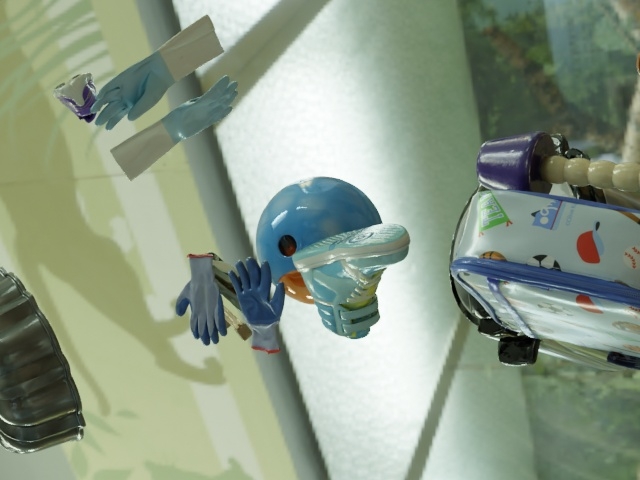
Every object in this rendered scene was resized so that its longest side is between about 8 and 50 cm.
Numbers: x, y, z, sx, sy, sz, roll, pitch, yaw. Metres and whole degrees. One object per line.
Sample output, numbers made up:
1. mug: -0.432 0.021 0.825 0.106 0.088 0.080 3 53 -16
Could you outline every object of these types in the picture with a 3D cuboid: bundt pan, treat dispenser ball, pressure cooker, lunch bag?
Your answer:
1. bundt pan: -0.531 0.218 1.755 0.124 0.331 0.331 -24 -67 -29
2. treat dispenser ball: 0.000 0.000 2.297 0.288 0.288 0.288 -4 -90 -68
3. pressure cooker: 0.446 0.027 1.928 0.420 0.375 0.370 18 -148 -30
4. lunch bag: 0.267 0.046 1.090 0.303 0.243 0.115 42 -120 -63

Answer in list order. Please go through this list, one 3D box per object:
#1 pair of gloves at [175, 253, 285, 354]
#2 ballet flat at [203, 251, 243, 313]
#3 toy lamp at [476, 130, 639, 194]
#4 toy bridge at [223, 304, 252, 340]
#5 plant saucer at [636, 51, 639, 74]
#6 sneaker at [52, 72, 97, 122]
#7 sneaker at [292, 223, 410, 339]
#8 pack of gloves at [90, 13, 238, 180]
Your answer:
1. pair of gloves: -0.143 0.097 1.607 0.023 0.198 0.159 -36 -54 -59
2. ballet flat: -0.181 0.101 2.257 0.213 0.068 0.072 36 -139 -13
3. toy lamp: 0.287 -0.063 1.025 0.080 0.275 0.080 -23 -62 -52
4. toy bridge: -0.199 0.147 2.086 0.026 0.188 0.063 -42 -61 -13
5. plant saucer: 0.708 -0.385 2.210 0.013 0.083 0.083 40 149 59
6. sneaker: -0.370 -0.214 1.593 0.071 0.068 0.170 62 178 -13
7. sneaker: 0.089 0.087 1.991 0.127 0.319 0.208 -25 -83 -32
8. pack of gloves: -0.225 -0.203 1.575 0.046 0.232 0.195 47 169 35
